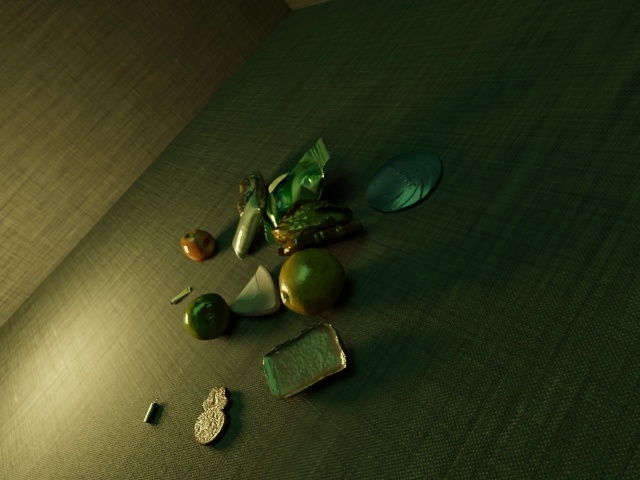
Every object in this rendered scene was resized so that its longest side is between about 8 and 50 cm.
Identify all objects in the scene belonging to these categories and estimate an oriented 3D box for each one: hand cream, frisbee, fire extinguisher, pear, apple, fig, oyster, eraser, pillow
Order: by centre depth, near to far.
[{"bbox_3d":[-0.032,0.132,1.333,0.209,0.209,0.208,-23,43,23],"label":"pear"},{"bbox_3d":[-0.591,0.597,1.515,0.038,0.025,0.083,-34,33,48],"label":"fire extinguisher"},{"bbox_3d":[0.282,-0.222,1.516,0.290,0.049,0.289,-23,42,23],"label":"frisbee"},{"bbox_3d":[-0.211,0.204,1.529,0.204,0.059,0.243,-52,36,-13],"label":"eraser"},{"bbox_3d":[-0.428,0.278,1.563,0.234,0.167,0.167,-10,49,37],"label":"fig"},{"bbox_3d":[-0.299,-0.058,1.765,0.144,0.078,0.253,-108,38,-57],"label":"pillow"},{"bbox_3d":[-0.603,0.241,1.859,0.102,0.022,0.035,-39,38,-4],"label":"hand cream"},{"bbox_3d":[-0.548,0.019,1.928,0.147,0.131,0.146,-26,36,20],"label":"apple"},{"bbox_3d":[-0.306,-0.196,1.937,0.167,0.110,0.340,-17,58,36],"label":"oyster"}]

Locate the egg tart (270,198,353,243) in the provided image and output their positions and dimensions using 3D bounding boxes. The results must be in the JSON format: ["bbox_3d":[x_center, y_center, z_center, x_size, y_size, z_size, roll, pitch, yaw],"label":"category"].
[{"bbox_3d":[-0.031,-0.076,1.485,0.297,0.297,0.132,-15,86,30],"label":"egg tart"}]

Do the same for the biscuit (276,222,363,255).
[{"bbox_3d":[0.000,0.001,1.444,0.302,0.278,0.043,-17,84,3],"label":"biscuit"}]

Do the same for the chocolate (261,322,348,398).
[{"bbox_3d":[-0.035,0.347,1.233,0.262,0.083,0.160,-30,57,16],"label":"chocolate"}]

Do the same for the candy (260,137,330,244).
[{"bbox_3d":[-0.084,-0.200,1.666,0.397,0.172,0.262,-59,33,20],"label":"candy"}]

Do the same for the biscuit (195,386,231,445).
[{"bbox_3d":[-0.328,0.544,1.340,0.124,0.026,0.174,-14,47,29],"label":"biscuit"}]

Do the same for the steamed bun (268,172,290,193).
[{"bbox_3d":[-0.152,-0.226,1.853,0.130,0.091,0.112,-41,30,2],"label":"steamed bun"}]
